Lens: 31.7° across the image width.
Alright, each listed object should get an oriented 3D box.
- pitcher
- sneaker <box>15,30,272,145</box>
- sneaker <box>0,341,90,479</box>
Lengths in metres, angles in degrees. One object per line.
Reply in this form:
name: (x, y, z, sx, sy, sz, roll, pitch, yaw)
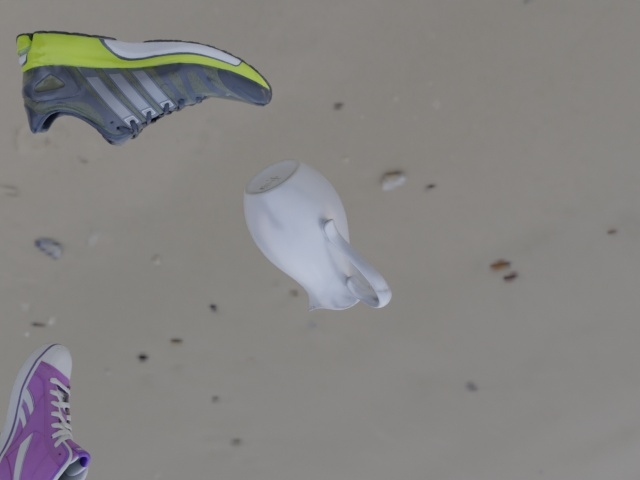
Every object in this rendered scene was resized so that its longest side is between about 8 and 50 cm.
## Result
pitcher: (0.000, 0.000, 1.477, 0.177, 0.125, 0.207, 5, 132, 52)
sneaker: (-0.206, -0.170, 1.321, 0.300, 0.121, 0.111, 4, 180, -1)
sneaker: (-0.412, 0.296, 1.775, 0.161, 0.282, 0.102, 0, 152, 25)
